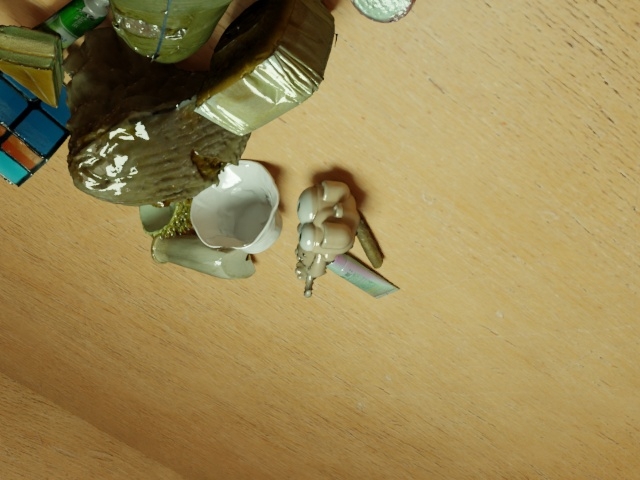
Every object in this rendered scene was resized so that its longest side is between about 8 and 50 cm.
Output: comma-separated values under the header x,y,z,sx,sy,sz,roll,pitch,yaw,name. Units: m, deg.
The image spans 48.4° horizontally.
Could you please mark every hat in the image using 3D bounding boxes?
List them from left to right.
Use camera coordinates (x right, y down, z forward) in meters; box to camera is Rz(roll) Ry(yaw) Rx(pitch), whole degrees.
x,y,z,sx,sy,sz,roll,pitch,yaw,name
-0.149,-0.051,1.429,0.203,0.203,0.126,5,161,24,hat

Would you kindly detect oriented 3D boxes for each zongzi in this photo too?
x,y,z,sx,sy,sz,roll,pitch,yaw,name
-0.126,-0.380,1.009,0.393,0.174,0.356,15,147,3,zongzi

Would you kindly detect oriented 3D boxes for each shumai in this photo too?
x,y,z,sx,sy,sz,roll,pitch,yaw,name
-0.310,-0.217,1.242,0.283,0.346,0.217,40,151,30,shumai

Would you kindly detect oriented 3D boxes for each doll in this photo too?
x,y,z,sx,sy,sz,roll,pitch,yaw,name
0.000,-0.002,1.403,0.119,0.154,0.278,4,146,-13,doll

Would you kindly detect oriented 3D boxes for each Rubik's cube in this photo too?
x,y,z,sx,sy,sz,roll,pitch,yaw,name
-0.607,-0.242,1.431,0.183,0.167,0.180,43,141,-21,Rubik's cube

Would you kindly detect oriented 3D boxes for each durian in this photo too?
x,y,z,sx,sy,sz,roll,pitch,yaw,name
-0.311,-0.081,1.523,0.252,0.144,0.139,-25,99,51,durian

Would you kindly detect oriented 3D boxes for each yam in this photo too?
x,y,z,sx,sy,sz,roll,pitch,yaw,name
0.094,0.000,1.450,0.032,0.032,0.145,-3,134,32,yam

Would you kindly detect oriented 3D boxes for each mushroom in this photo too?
x,y,z,sx,sy,sz,roll,pitch,yaw,name
-0.274,0.030,1.639,0.247,0.108,0.096,10,100,16,mushroom

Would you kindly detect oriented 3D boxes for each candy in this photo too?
x,y,z,sx,sy,sz,roll,pitch,yaw,name
0.089,-0.360,1.009,0.103,0.043,0.103,14,144,11,candy

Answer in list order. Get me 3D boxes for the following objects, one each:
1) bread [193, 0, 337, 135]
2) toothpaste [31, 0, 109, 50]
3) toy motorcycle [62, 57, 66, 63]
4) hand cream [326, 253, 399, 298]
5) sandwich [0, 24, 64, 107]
x,y,z,sx,sy,sz,roll,pitch,yaw,name
-0.089,-0.278,1.080,0.110,0.192,0.210,35,146,-32,bread
-0.445,-0.388,1.269,0.248,0.046,0.078,-13,144,41,toothpaste
-0.401,-0.281,1.354,0.190,0.074,0.106,25,152,-2,toy motorcycle
0.084,0.078,1.545,0.174,0.047,0.076,33,143,-25,hand cream
-0.542,-0.322,1.318,0.114,0.079,0.163,11,164,-13,sandwich
